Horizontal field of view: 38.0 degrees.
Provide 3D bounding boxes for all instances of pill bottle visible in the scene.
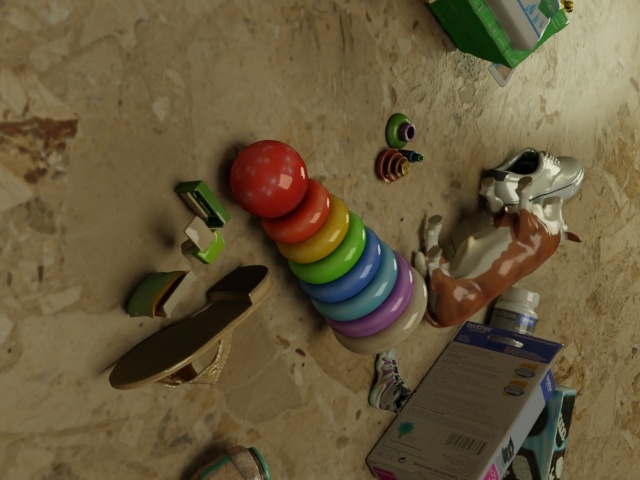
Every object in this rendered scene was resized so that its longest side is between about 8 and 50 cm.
[{"bbox_3d":[0.331,0.152,1.612,0.078,0.078,0.137,23,82,-51],"label":"pill bottle"}]

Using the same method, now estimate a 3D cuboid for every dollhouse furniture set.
[{"bbox_3d":[-0.157,0.010,0.976,0.058,0.076,0.151,52,58,-30],"label":"dollhouse furniture set"}]

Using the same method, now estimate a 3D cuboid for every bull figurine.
[{"bbox_3d":[0.273,0.007,1.434,0.310,0.101,0.188,-39,126,-15],"label":"bull figurine"}]

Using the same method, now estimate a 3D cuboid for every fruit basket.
[{"bbox_3d":[0.298,-0.436,1.299,0.353,0.165,0.327,-51,139,-1],"label":"fruit basket"}]

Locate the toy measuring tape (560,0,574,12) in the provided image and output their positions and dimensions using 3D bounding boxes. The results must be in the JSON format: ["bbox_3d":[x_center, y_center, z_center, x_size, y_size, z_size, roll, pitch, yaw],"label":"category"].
[{"bbox_3d":[0.420,-0.518,1.494,0.121,0.121,0.330,7,95,-52],"label":"toy measuring tape"}]

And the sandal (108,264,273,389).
[{"bbox_3d":[-0.124,0.121,1.029,0.240,0.088,0.079,-42,124,-43],"label":"sandal"}]

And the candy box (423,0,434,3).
[{"bbox_3d":[0.132,-0.400,1.141,0.109,0.053,0.186,-30,106,6],"label":"candy box"}]

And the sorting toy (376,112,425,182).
[{"bbox_3d":[0.117,-0.125,1.296,0.061,0.042,0.102,27,78,-51],"label":"sorting toy"}]

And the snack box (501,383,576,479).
[{"bbox_3d":[0.303,0.381,1.553,0.060,0.187,0.322,4,97,-51],"label":"snack box"}]

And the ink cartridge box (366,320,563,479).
[{"bbox_3d":[0.232,0.263,1.432,0.311,0.186,0.065,-50,132,-31],"label":"ink cartridge box"}]

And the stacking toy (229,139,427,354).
[{"bbox_3d":[0.000,0.000,1.136,0.330,0.141,0.141,49,62,-38],"label":"stacking toy"}]

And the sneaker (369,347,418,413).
[{"bbox_3d":[0.115,0.206,1.364,0.038,0.069,0.098,5,96,-52],"label":"sneaker"}]

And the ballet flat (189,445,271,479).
[{"bbox_3d":[-0.101,0.398,1.145,0.106,0.107,0.316,-20,112,-25],"label":"ballet flat"}]

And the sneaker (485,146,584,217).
[{"bbox_3d":[0.373,-0.113,1.575,0.258,0.094,0.091,-27,125,-44],"label":"sneaker"}]
